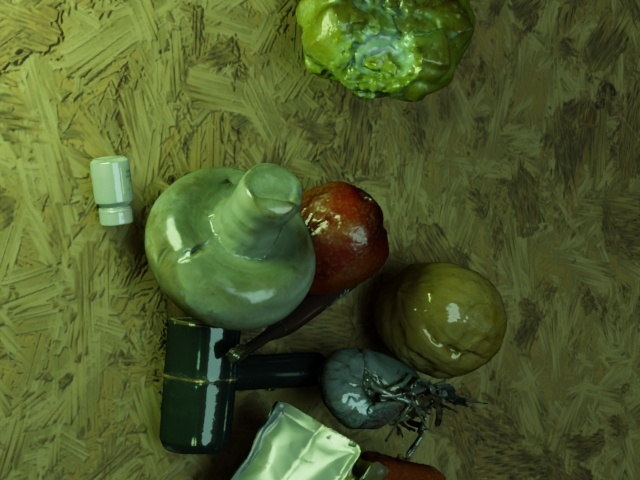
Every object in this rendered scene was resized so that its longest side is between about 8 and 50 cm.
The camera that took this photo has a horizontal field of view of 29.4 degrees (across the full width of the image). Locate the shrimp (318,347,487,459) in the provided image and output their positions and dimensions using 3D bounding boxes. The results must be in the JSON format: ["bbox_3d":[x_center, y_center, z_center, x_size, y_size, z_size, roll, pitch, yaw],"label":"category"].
[{"bbox_3d":[0.129,0.251,1.905,0.343,0.145,0.116,16,125,-41],"label":"shrimp"}]

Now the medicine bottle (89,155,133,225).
[{"bbox_3d":[-0.276,-0.066,1.623,0.052,0.052,0.089,-14,103,-40],"label":"medicine bottle"}]

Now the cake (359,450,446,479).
[{"bbox_3d":[0.090,0.475,1.917,0.151,0.177,0.283,16,78,-26],"label":"cake"}]

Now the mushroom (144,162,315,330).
[{"bbox_3d":[-0.110,-0.010,1.641,0.243,0.243,0.243,-5,98,-41],"label":"mushroom"}]

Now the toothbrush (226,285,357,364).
[{"bbox_3d":[-0.036,0.110,1.784,0.364,0.041,0.041,-32,116,-57],"label":"toothbrush"}]

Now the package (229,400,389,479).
[{"bbox_3d":[-0.036,0.425,1.753,0.311,0.165,0.221,-57,139,-13],"label":"package"}]

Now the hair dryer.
[{"bbox_3d":[-0.085,0.213,1.800,0.352,0.107,0.189,5,90,-47],"label":"hair dryer"}]

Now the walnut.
[{"bbox_3d":[0.193,0.124,1.963,0.222,0.195,0.195,28,76,-39],"label":"walnut"}]

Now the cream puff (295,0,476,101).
[{"bbox_3d":[0.089,-0.314,1.831,0.282,0.185,0.281,9,67,-21],"label":"cream puff"}]

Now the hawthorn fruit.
[{"bbox_3d":[0.010,-0.007,1.814,0.179,0.173,0.173,-5,100,-2],"label":"hawthorn fruit"}]
